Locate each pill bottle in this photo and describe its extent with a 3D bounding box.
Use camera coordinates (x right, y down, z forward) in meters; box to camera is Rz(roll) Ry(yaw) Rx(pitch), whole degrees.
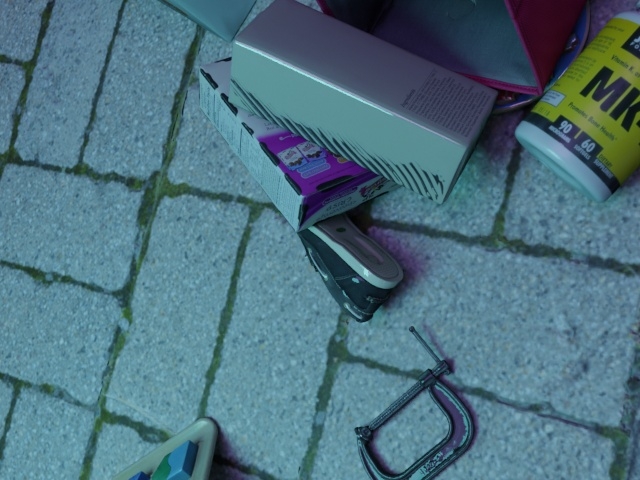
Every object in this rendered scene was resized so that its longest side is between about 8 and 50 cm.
[{"bbox_3d":[0.308,-0.151,0.753,0.119,0.119,0.208,45,101,27],"label":"pill bottle"}]

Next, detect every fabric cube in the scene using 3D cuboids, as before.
[{"bbox_3d":[0.141,-0.344,0.767,0.254,0.259,0.258,23,78,35],"label":"fabric cube"}]

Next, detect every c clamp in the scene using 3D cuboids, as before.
[{"bbox_3d":[0.099,0.201,0.845,0.161,0.022,0.137,-48,68,9],"label":"c clamp"}]

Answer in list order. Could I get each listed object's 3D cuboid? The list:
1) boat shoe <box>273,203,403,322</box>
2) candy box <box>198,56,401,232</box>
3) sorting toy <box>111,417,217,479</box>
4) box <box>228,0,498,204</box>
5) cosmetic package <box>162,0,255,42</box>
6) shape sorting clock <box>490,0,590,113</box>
[{"bbox_3d":[0.000,0.000,0.905,0.233,0.084,0.079,48,128,32],"label":"boat shoe"},{"bbox_3d":[-0.023,-0.136,0.902,0.159,0.071,0.233,-24,61,-25],"label":"candy box"},{"bbox_3d":[-0.212,0.327,0.904,0.193,0.038,0.208,-36,25,16],"label":"sorting toy"},{"bbox_3d":[0.043,-0.158,0.825,0.275,0.094,0.113,28,52,11],"label":"box"},{"bbox_3d":[-0.301,-0.440,1.036,0.377,0.284,0.097,36,98,29],"label":"cosmetic package"},{"bbox_3d":[0.205,-0.244,0.871,0.206,0.040,0.206,-6,77,26],"label":"shape sorting clock"}]
